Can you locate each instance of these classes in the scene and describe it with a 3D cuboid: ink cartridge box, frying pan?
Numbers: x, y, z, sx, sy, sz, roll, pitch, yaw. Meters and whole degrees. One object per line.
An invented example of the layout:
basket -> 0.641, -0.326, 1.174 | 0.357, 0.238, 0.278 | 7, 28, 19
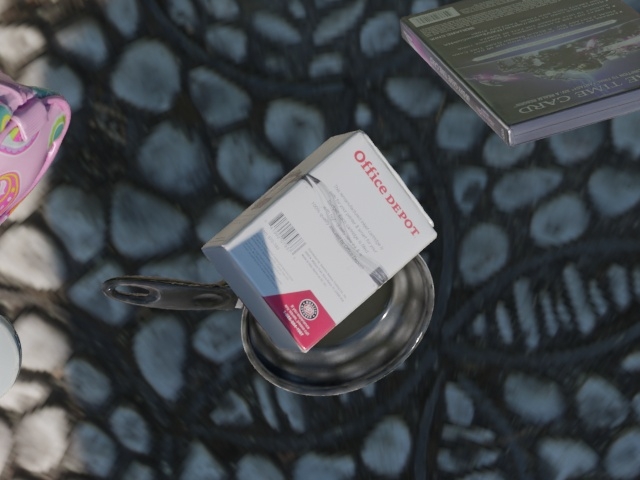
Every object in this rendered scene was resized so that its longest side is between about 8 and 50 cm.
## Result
ink cartridge box -> 0.000, 0.000, 1.555 | 0.150, 0.063, 0.109 | -41, 102, -18
frying pan -> -0.047, 0.078, 1.909 | 0.326, 0.197, 0.053 | -11, 34, -11

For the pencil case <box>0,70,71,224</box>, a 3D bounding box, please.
pencil case -> -0.322, -0.121, 1.408 | 0.284, 0.124, 0.124 | 32, 82, 13

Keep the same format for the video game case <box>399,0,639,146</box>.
video game case -> 0.210, -0.174, 1.806 | 0.196, 0.274, 0.026 | -16, 121, -11

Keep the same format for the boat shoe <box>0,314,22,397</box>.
boat shoe -> -0.278, 0.046, 1.104 | 0.219, 0.070, 0.078 | 16, 98, -13
